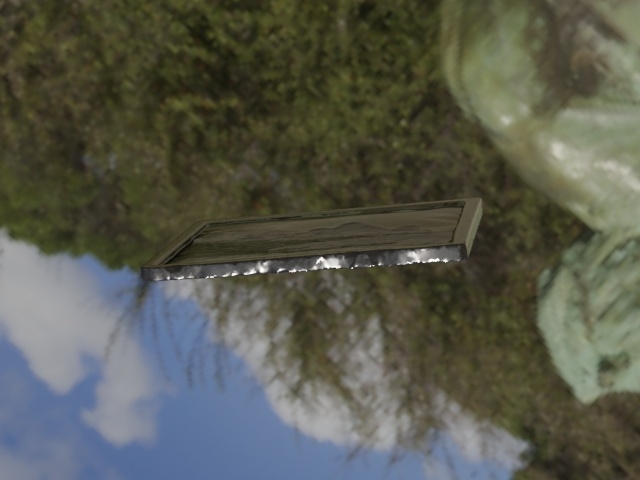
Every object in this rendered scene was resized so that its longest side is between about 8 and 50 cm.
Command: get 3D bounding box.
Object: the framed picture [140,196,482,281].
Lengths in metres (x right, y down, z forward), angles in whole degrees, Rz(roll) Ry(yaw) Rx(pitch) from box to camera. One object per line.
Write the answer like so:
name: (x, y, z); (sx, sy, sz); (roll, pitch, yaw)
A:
framed picture: (0.000, -0.001, 1.172); (0.192, 0.265, 0.018); (-55, -40, -75)
